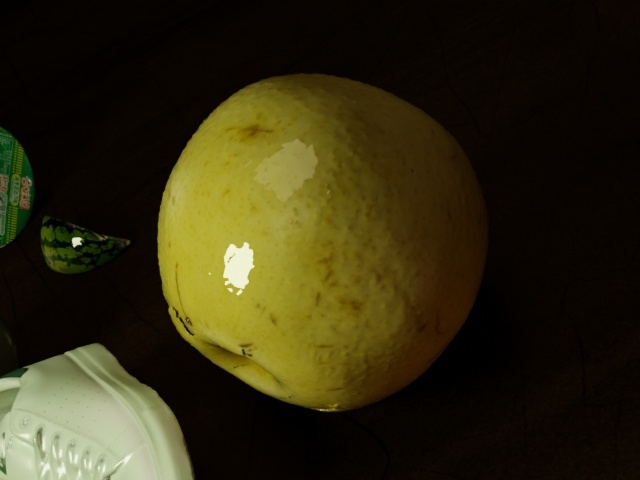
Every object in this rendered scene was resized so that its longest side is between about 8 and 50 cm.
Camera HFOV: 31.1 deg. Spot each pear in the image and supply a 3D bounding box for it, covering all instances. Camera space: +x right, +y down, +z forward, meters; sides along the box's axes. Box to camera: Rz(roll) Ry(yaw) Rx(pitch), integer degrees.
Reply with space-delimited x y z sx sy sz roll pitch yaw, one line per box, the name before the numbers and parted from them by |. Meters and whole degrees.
pear | 0.000 0.000 1.153 0.348 0.348 0.348 -17 34 11

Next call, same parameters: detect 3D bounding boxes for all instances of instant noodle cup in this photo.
instant noodle cup | -0.597 -0.078 1.780 0.232 0.207 0.207 -5 37 38

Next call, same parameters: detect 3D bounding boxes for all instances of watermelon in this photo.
watermelon | -0.355 -0.006 1.628 0.163 0.069 0.087 11 48 39

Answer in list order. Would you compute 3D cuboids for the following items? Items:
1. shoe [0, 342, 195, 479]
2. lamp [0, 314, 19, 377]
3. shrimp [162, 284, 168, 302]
shoe | -0.245 0.214 1.160 0.160 0.132 0.363 -13 24 -25
lamp | -0.509 0.180 1.357 0.313 0.182 0.182 -31 33 -10
shrimp | -0.133 0.024 1.469 0.150 0.051 0.217 -21 40 -1
